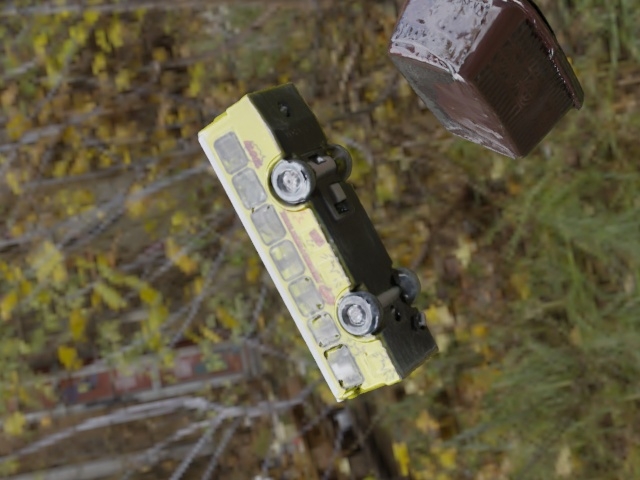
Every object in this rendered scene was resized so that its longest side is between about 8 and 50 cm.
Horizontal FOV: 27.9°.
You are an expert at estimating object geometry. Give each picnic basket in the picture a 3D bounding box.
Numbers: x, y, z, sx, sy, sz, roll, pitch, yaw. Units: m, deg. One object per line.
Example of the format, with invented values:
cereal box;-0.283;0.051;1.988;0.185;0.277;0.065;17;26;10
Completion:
picnic basket;0.202;-0.226;1.686;0.222;0.129;0.297;28;170;36

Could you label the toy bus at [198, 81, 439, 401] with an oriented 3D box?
toy bus;0.000;0.000;0.921;0.226;0.074;0.081;61;-150;-1
